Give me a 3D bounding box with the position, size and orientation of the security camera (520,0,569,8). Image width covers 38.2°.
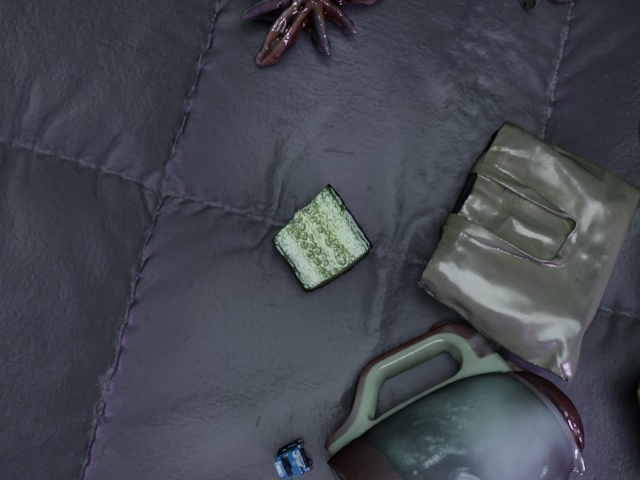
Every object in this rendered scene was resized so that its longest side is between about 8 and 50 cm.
[{"bbox_3d":[0.343,-0.377,1.362,0.092,0.058,0.058,-18,85,-12],"label":"security camera"}]

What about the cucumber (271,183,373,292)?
[{"bbox_3d":[0.000,0.000,1.303,0.116,0.062,0.115,-35,85,2],"label":"cucumber"}]

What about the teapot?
[{"bbox_3d":[0.174,0.267,1.225,0.312,0.233,0.315,-33,60,-13],"label":"teapot"}]

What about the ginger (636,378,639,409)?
[{"bbox_3d":[0.549,0.329,1.245,0.256,0.176,0.375,-23,84,-22],"label":"ginger"}]

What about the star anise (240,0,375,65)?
[{"bbox_3d":[-0.027,-0.356,1.327,0.229,0.093,0.236,23,88,-5],"label":"star anise"}]

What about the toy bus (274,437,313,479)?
[{"bbox_3d":[-0.037,0.298,1.260,0.046,0.083,0.038,-23,86,-2],"label":"toy bus"}]

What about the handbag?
[{"bbox_3d":[0.296,0.004,1.285,0.253,0.109,0.316,29,72,4],"label":"handbag"}]
